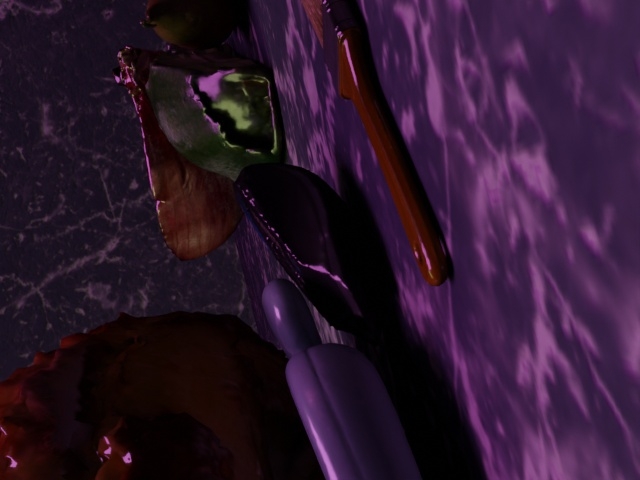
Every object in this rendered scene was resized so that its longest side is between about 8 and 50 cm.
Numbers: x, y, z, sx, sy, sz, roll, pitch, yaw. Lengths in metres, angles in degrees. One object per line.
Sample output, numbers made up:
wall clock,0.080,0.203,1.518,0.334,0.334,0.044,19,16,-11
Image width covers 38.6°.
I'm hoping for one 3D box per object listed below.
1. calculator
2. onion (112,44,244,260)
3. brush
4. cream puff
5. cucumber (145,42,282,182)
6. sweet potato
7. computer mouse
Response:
calculator,0.037,0.145,0.420,0.184,0.042,0.295,78,170,-68
onion,-0.152,-0.121,1.089,0.283,0.120,0.227,71,-173,-46
brush,0.018,-0.054,0.368,0.043,0.014,0.169,85,168,-60
cream puff,-0.086,0.199,0.524,0.350,0.229,0.350,58,-168,-20
cucumber,-0.103,-0.118,0.860,0.325,0.105,0.145,-137,34,-72
sweet potato,-0.108,-0.212,0.836,0.269,0.075,0.074,-81,-21,-78
computer mouse,0.000,0.000,0.483,0.135,0.047,0.079,50,172,43
